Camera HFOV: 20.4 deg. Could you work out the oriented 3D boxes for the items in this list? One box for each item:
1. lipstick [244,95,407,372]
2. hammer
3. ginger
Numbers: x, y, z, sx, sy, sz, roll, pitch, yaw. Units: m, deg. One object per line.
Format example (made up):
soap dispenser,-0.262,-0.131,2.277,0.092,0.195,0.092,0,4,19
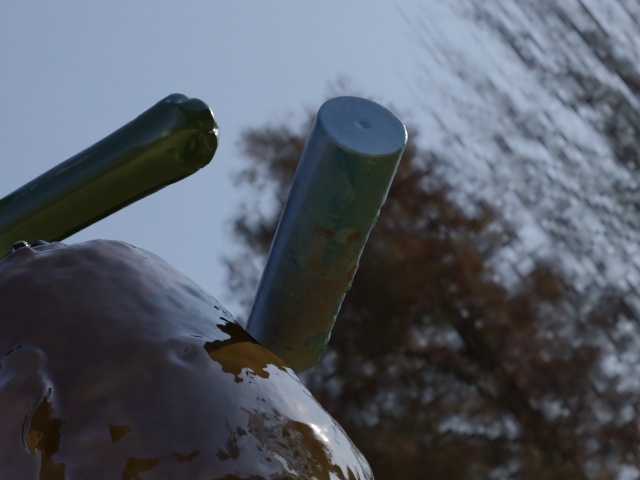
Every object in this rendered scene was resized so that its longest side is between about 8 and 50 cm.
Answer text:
lipstick,0.000,0.000,0.918,0.048,0.048,0.158,-15,-39,-34
hammer,-0.198,-0.022,1.259,0.335,0.206,0.119,-26,3,30
ginger,-0.068,0.138,0.845,0.200,0.223,0.269,4,-89,-61
